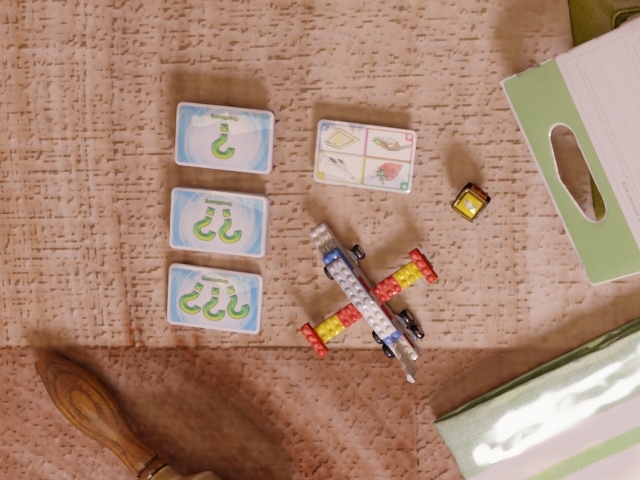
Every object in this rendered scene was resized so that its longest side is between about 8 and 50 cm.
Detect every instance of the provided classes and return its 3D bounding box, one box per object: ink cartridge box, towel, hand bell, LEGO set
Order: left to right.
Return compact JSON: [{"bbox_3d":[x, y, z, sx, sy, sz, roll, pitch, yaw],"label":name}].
[{"bbox_3d":[-0.138,0.176,1.178,0.242,0.126,0.126,43,105,14],"label":"hand bell"},{"bbox_3d":[0.000,0.000,1.128,0.244,0.060,0.182,8,105,9],"label":"LEGO set"},{"bbox_3d":[0.270,0.222,1.125,0.248,0.038,0.324,-29,94,15],"label":"towel"},{"bbox_3d":[0.246,-0.074,1.006,0.235,0.056,0.171,-21,95,55],"label":"ink cartridge box"}]

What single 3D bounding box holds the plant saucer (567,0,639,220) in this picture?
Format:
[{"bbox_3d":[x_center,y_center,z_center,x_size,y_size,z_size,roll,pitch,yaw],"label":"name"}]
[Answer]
[{"bbox_3d":[0.278,-0.107,1.059,0.188,0.045,0.188,-7,99,12],"label":"plant saucer"}]
